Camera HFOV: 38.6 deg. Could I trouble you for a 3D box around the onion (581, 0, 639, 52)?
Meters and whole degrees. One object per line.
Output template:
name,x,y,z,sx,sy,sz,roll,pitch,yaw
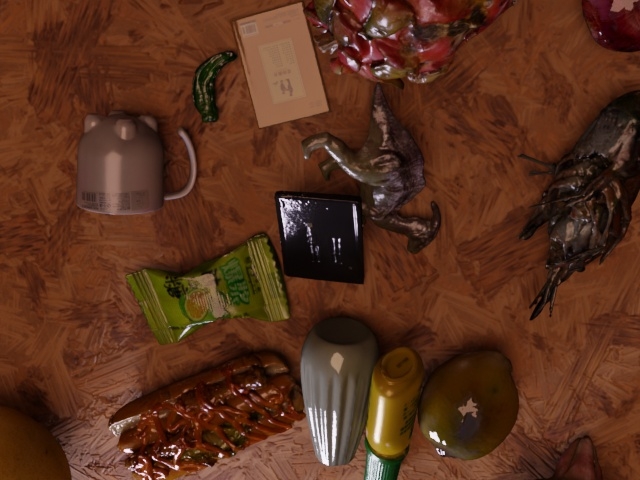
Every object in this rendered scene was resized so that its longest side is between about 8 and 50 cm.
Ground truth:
onion,0.437,-0.319,1.240,0.150,0.140,0.150,-1,120,-2

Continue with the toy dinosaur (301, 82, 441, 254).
toy dinosaur,0.081,-0.092,1.369,0.162,0.077,0.294,-13,135,13

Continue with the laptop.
laptop,0.000,0.000,1.414,0.135,0.016,0.197,4,137,9

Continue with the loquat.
loquat,0.235,0.256,1.440,0.152,0.152,0.195,26,101,0

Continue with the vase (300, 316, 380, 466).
vase,0.029,0.253,1.483,0.128,0.128,0.248,5,115,7

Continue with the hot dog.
hot dog,-0.193,0.304,1.529,0.348,0.117,0.158,-23,102,14

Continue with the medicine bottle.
medicine bottle,0.110,0.305,1.463,0.076,0.111,0.309,22,131,22

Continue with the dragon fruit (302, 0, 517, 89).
dragon fruit,0.115,-0.338,1.237,0.296,0.314,0.263,4,126,-17

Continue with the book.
book,-0.061,-0.266,1.397,0.118,0.012,0.172,-11,104,12

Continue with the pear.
pear,-0.567,0.434,1.532,0.314,0.314,0.315,2,106,8

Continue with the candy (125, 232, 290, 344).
candy,-0.181,0.089,1.491,0.246,0.069,0.149,-15,101,11

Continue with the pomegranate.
pomegranate,0.396,0.432,1.453,0.214,0.214,0.248,13,72,5

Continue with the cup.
cup,-0.289,-0.122,1.412,0.173,0.134,0.142,7,105,8

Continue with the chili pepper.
chili pepper,-0.170,-0.241,1.413,0.055,0.035,0.118,18,100,-4

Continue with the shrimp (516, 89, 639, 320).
shrimp,0.369,-0.058,1.343,0.172,0.137,0.372,39,103,34
